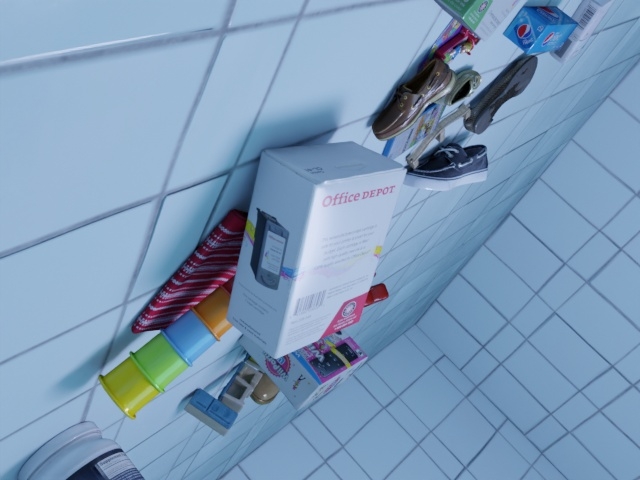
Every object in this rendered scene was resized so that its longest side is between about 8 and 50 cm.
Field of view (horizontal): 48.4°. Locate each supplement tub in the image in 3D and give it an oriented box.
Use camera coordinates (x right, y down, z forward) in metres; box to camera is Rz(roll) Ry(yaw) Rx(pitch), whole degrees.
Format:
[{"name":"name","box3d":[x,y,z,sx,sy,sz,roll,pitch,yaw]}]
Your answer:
[{"name":"supplement tub","box3d":[-0.412,0.496,1.324,0.191,0.272,0.191,-40,164,-15]}]

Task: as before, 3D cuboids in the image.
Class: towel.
[{"name":"towel","box3d":[-0.185,0.056,1.224,0.275,0.031,0.199,-48,163,12]}]

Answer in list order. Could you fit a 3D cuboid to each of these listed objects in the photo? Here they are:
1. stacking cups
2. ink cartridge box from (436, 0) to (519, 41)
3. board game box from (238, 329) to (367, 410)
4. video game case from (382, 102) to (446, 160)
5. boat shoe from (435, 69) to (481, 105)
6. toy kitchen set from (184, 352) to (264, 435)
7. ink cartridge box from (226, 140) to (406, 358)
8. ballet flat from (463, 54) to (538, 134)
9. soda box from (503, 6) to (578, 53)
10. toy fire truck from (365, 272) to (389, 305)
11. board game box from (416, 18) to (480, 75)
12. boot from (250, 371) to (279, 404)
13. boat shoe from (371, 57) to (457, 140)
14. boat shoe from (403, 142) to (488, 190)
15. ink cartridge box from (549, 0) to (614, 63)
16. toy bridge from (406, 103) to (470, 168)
[{"name":"stacking cups","box3d":[-0.217,0.168,1.212,0.316,0.096,0.096,-37,163,-13]},{"name":"ink cartridge box","box3d":[0.261,-0.413,1.028,0.212,0.093,0.154,-51,162,17]},{"name":"board game box","box3d":[-0.035,0.275,1.794,0.097,0.224,0.303,-50,164,22]},{"name":"video game case","box3d":[0.194,-0.229,1.469,0.166,0.015,0.119,-36,162,-27]},{"name":"boat shoe","box3d":[0.281,-0.300,1.420,0.153,0.048,0.056,-26,137,-42]},{"name":"toy kitchen set","box3d":[-0.217,0.344,1.783,0.166,0.122,0.207,-57,180,37]},{"name":"ink cartridge box","box3d":[-0.009,0.007,1.149,0.226,0.131,0.306,-14,126,-47]},{"name":"ballet flat","box3d":[0.420,-0.348,1.673,0.250,0.058,0.084,-47,143,-10]},{"name":"soda box","box3d":[0.467,-0.445,1.501,0.210,0.067,0.071,-24,154,-51]},{"name":"toy fire truck","box3d":[-0.003,0.097,1.600,0.253,0.170,0.302,-22,173,19]},{"name":"board game box","box3d":[0.242,-0.341,1.269,0.169,0.033,0.133,-52,163,25]},{"name":"boot","box3d":[-0.086,0.336,2.091,0.270,0.089,0.236,-54,172,31]},{"name":"boat shoe","box3d":[0.155,-0.251,1.255,0.178,0.064,0.060,-40,132,15]},{"name":"boat shoe","box3d":[0.312,-0.186,1.731,0.301,0.108,0.102,-13,114,-40]},{"name":"ink cartridge box","box3d":[0.701,-0.567,1.802,0.232,0.066,0.189,-30,159,-29]},{"name":"toy bridge","box3d":[0.266,-0.241,1.594,0.188,0.026,0.063,-44,163,-3]}]
